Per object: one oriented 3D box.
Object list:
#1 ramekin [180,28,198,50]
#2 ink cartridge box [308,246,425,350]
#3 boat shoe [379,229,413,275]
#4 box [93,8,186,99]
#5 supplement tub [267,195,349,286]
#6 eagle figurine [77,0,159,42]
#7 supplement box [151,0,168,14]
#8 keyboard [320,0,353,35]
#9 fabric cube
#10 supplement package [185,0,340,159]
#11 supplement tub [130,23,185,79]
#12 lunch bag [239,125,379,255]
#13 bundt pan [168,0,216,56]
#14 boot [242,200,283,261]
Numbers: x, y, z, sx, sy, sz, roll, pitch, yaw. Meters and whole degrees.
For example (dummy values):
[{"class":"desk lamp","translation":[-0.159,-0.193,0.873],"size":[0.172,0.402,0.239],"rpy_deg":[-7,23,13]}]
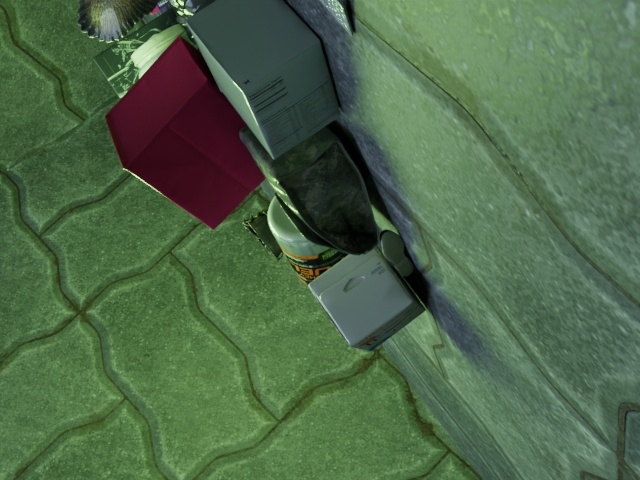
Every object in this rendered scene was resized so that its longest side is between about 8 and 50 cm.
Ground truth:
[{"class":"ramekin","translation":[-0.283,-0.362,1.981],"size":[0.303,0.148,0.303],"rpy_deg":[33,153,19]},{"class":"ink cartridge box","translation":[0.108,0.129,1.775],"size":[0.168,0.171,0.233],"rpy_deg":[55,-174,16]},{"class":"boat shoe","translation":[0.151,0.021,1.643],"size":[0.137,0.049,0.043],"rpy_deg":[54,179,-43]},{"class":"box","translation":[-0.531,-0.537,2.695],"size":[0.343,0.312,0.179],"rpy_deg":[55,174,-3]},{"class":"supplement tub","translation":[0.000,0.000,2.011],"size":[0.193,0.193,0.316],"rpy_deg":[51,174,35]},{"class":"eagle figurine","translation":[-0.427,-0.579,1.690],"size":[0.226,0.298,0.225],"rpy_deg":[55,174,1]},{"class":"supplement box","translation":[-0.466,-0.726,2.104],"size":[0.114,0.111,0.220],"rpy_deg":[51,174,29]},{"class":"keyboard","translation":[-0.035,-0.376,1.071],"size":[0.256,0.014,0.072],"rpy_deg":[53,174,21]},{"class":"fabric cube","translation":[-0.266,-0.233,1.722],"size":[0.258,0.259,0.254],"rpy_deg":[38,-167,-38]},{"class":"supplement package","translation":[-0.091,-0.288,1.339],"size":[0.194,0.149,0.203],"rpy_deg":[52,173,26]},{"class":"supplement tub","translation":[-0.423,-0.490,2.497],"size":[0.316,0.228,0.228],"rpy_deg":[56,174,-9]},{"class":"lunch bag","translation":[-0.008,-0.112,1.598],"size":[0.287,0.169,0.235],"rpy_deg":[55,180,-41]},{"class":"bundt pan","translation":[-0.201,-0.434,1.554],"size":[0.331,0.124,0.331],"rpy_deg":[55,175,7]},{"class":"boot","translation":[-0.114,-0.104,2.163],"size":[0.263,0.229,0.091],"rpy_deg":[55,174,2]}]
